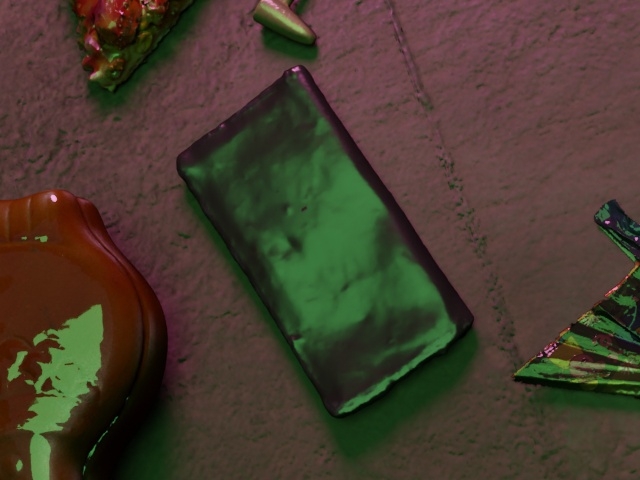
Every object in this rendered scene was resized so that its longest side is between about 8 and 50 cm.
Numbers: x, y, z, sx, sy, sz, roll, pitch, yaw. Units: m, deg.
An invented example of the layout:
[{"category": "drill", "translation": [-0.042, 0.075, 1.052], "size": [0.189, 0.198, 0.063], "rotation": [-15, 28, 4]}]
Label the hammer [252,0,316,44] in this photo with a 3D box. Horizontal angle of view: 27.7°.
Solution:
[{"category": "hammer", "translation": [0.014, -0.266, 1.158], "size": [0.060, 0.028, 0.195], "rotation": [30, 86, 14]}]

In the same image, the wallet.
[{"category": "wallet", "translation": [0.000, 0.000, 1.101], "size": [0.146, 0.030, 0.285], "rotation": [-34, 72, 3]}]

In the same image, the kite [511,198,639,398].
[{"category": "kite", "translation": [0.309, 0.046, 1.010], "size": [0.321, 0.016, 0.234], "rotation": [-43, 70, 3]}]

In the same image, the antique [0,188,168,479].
[{"category": "antique", "translation": [-0.237, 0.100, 1.093], "size": [0.223, 0.129, 0.278], "rotation": [-12, 75, 13]}]

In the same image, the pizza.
[{"category": "pizza", "translation": [-0.173, -0.235, 1.188], "size": [0.201, 0.053, 0.193], "rotation": [0, 78, 15]}]
